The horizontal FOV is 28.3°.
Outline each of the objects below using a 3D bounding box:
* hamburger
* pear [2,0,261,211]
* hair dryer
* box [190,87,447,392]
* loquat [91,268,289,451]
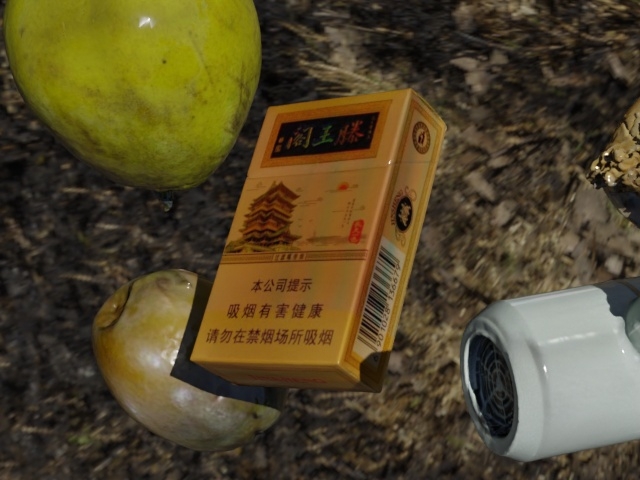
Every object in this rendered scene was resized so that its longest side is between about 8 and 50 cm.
[{"bbox_3d":[0.457,-0.097,1.490,0.286,0.146,0.243,-26,134,-13],"label":"hamburger"},{"bbox_3d":[-0.206,-0.200,1.450,0.287,0.287,0.375,2,121,16],"label":"pear"},{"bbox_3d":[0.213,0.024,0.720,0.173,0.357,0.107,-9,66,-19],"label":"hair dryer"},{"bbox_3d":[0.000,0.000,1.172,0.174,0.076,0.274,-2,63,37],"label":"box"},{"bbox_3d":[-0.138,0.131,1.379,0.227,0.179,0.179,36,109,-19],"label":"loquat"}]
